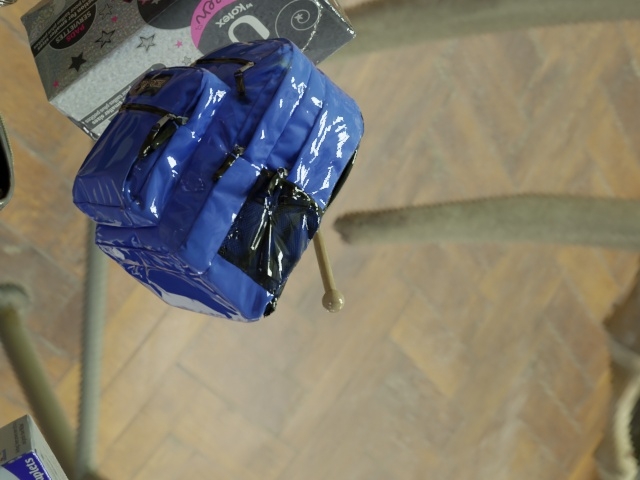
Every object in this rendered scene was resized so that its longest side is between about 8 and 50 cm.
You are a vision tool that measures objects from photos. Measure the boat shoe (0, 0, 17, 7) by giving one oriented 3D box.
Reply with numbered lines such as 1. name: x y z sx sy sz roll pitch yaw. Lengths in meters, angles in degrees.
1. boat shoe: -0.298 -0.233 1.297 0.056 0.152 0.049 13 81 -25

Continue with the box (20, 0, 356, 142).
1. box: -0.122 -0.195 1.331 0.247 0.142 0.163 -37 137 10

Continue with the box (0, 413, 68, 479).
1. box: -0.217 0.203 0.936 0.137 0.072 0.126 -28 108 -6

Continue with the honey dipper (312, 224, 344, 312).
1. honey dipper: 0.000 0.000 1.186 0.030 0.161 0.030 -7 131 -8

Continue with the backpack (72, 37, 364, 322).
1. backpack: -0.042 -0.037 0.659 0.101 0.098 0.120 45 70 -34

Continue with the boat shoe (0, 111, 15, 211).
1. boat shoe: -0.323 -0.171 1.144 0.132 0.130 0.355 -34 107 -53
